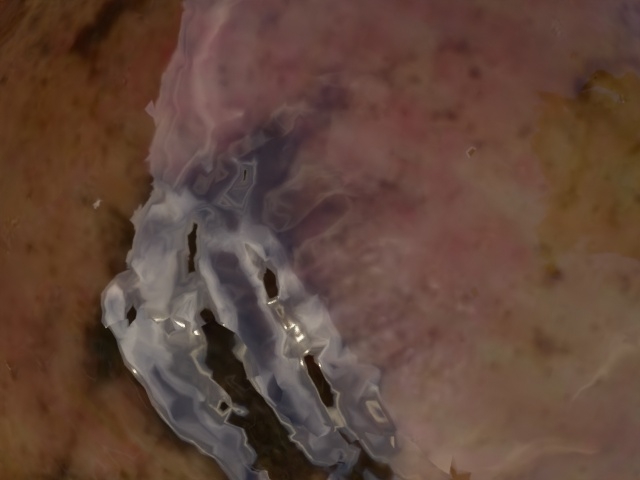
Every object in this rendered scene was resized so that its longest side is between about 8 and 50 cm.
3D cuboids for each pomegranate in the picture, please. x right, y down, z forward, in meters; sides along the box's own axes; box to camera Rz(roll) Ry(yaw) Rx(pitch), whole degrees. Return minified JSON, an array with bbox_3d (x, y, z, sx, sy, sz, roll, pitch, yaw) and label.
[{"bbox_3d":[0.000,0.000,0.544,0.322,0.322,0.322,7,73,-24],"label":"pomegranate"}]
